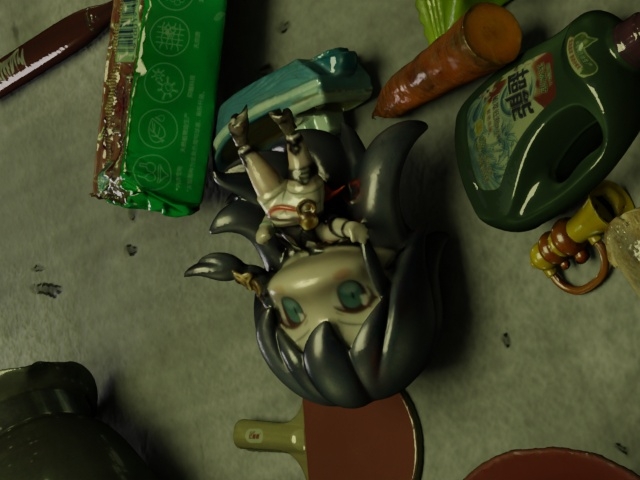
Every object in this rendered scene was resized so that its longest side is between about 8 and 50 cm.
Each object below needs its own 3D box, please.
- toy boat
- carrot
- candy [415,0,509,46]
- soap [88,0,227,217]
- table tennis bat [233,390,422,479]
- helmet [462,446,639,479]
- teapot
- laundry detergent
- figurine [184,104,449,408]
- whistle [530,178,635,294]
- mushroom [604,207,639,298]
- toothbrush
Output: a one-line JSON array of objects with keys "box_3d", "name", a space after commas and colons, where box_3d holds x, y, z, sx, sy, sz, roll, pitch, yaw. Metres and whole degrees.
[{"box_3d": [-0.031, -0.099, 1.810, 0.215, 0.088, 0.102, -24, 78, 45], "name": "toy boat"}, {"box_3d": [0.098, -0.144, 1.673, 0.224, 0.057, 0.057, 151, 110, -64], "name": "carrot"}, {"box_3d": [0.155, -0.254, 1.607, 0.246, 0.069, 0.149, -14, 86, 47], "name": "candy"}, {"box_3d": [-0.156, -0.163, 1.890, 0.218, 0.098, 0.273, -164, 80, -76], "name": "soap"}, {"box_3d": [0.006, 0.189, 1.840, 0.246, 0.022, 0.138, -1, 91, 46], "name": "table tennis bat"}, {"box_3d": [0.257, 0.337, 1.407, 0.337, 0.230, 0.385, -54, 46, 34], "name": "helmet"}, {"box_3d": [-0.271, 0.267, 2.064, 0.223, 0.305, 0.285, -32, 55, 5], "name": "teapot"}, {"box_3d": [0.204, -0.104, 1.551, 0.222, 0.078, 0.144, -35, 51, 42], "name": "laundry detergent"}, {"box_3d": [0.012, 0.011, 1.685, 0.175, 0.197, 0.265, 1, 96, 46], "name": "figurine"}, {"box_3d": [0.215, 0.001, 1.588, 0.109, 0.057, 0.046, -51, 11, 48], "name": "whistle"}, {"box_3d": [0.296, 0.053, 1.486, 0.202, 0.054, 0.059, 48, 131, 29], "name": "mushroom"}, {"box_3d": [-0.275, -0.220, 2.113, 0.364, 0.041, 0.041, -23, 75, 46], "name": "toothbrush"}]
